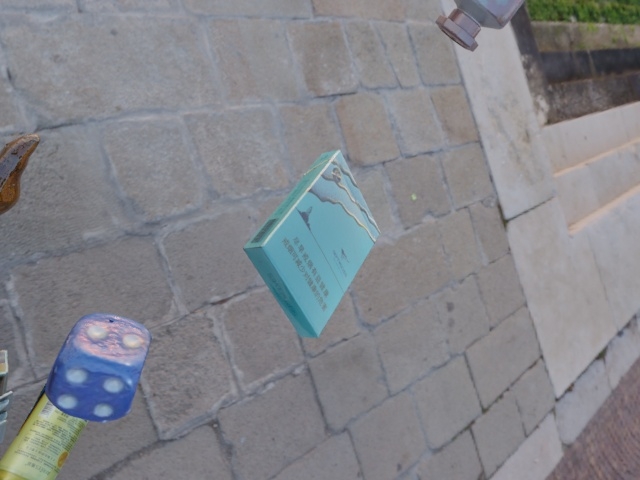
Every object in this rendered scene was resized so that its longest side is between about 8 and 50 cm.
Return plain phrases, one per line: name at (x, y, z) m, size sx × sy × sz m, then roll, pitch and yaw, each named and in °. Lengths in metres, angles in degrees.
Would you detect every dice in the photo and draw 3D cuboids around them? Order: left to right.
dice at (-0.390, 0.224, 0.966) m, size 0.146 × 0.147 × 0.143 m, roll 23°, pitch 21°, yaw -14°

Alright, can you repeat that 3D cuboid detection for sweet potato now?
sweet potato at (-0.815, -0.126, 1.357) m, size 0.112 × 0.359 × 0.112 m, roll 35°, pitch 29°, yaw -23°

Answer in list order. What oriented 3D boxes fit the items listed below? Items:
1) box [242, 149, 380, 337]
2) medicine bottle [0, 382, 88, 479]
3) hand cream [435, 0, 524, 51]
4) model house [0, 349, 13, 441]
box at (0.000, 0.000, 0.766) m, size 0.162 × 0.041 × 0.229 m, roll 61°, pitch 43°, yaw -28°
medicine bottle at (-0.591, 0.433, 1.156) m, size 0.124 × 0.124 × 0.239 m, roll 42°, pitch 50°, yaw -27°
hand cream at (0.147, -0.209, 0.316) m, size 0.043 × 0.210 × 0.067 m, roll 47°, pitch 21°, yaw 26°
model house at (-0.838, 0.397, 1.268) m, size 0.198 × 0.224 × 0.215 m, roll 2°, pitch 60°, yaw -33°
